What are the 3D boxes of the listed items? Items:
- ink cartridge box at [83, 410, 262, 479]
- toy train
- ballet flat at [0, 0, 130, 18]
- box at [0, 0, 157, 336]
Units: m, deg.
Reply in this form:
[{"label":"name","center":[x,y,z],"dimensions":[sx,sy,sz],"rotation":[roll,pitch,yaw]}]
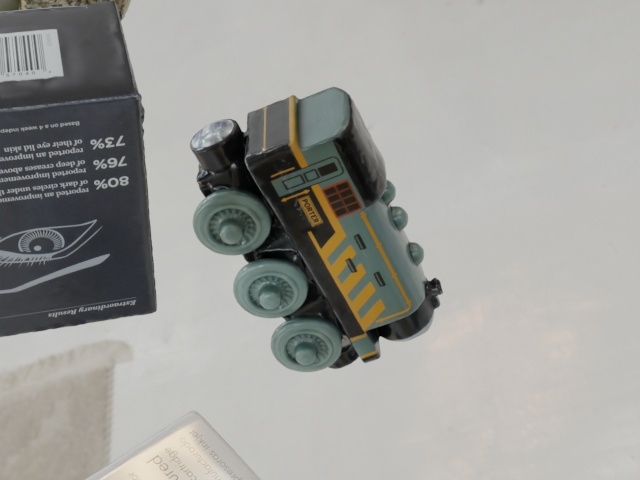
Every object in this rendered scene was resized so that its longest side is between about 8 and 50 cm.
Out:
[{"label":"ink cartridge box","center":[-0.080,0.153,0.288],"dimensions":[0.115,0.067,0.198],"rotation":[42,46,19]},{"label":"toy train","center":[0.000,0.000,1.003],"dimensions":[0.190,0.334,0.142],"rotation":[-20,34,14]},{"label":"ballet flat","center":[-0.388,-0.171,0.808],"dimensions":[0.483,0.182,0.164],"rotation":[-16,88,22]},{"label":"box","center":[-0.197,-0.041,0.652],"dimensions":[0.153,0.207,0.108],"rotation":[-8,48,-14]}]
